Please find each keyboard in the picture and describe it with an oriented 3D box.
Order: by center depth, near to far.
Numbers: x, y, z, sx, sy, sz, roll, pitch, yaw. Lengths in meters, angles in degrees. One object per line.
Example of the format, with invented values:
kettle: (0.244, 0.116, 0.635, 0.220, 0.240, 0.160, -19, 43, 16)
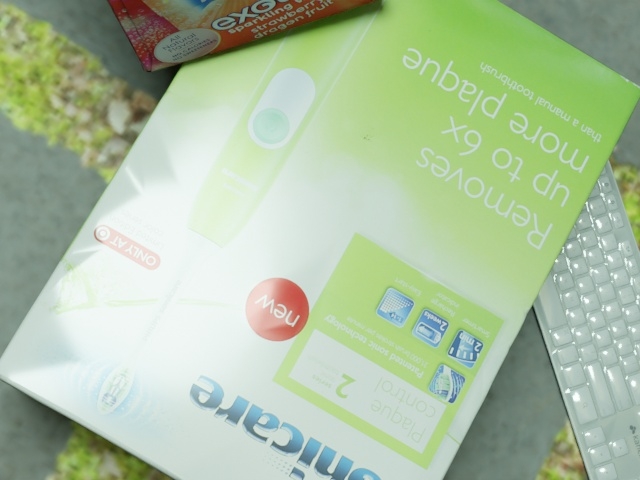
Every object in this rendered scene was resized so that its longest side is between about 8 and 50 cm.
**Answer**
keyboard: (0.167, 0.058, 0.724, 0.072, 0.014, 0.256, -17, 86, -14)

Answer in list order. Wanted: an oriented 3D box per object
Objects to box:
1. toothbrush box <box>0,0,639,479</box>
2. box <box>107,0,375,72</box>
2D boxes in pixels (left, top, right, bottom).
toothbrush box: (0.000, 0.000, 0.636, 0.206, 0.122, 0.283, 31, 79, -3)
box: (-0.064, -0.226, 0.560, 0.128, 0.122, 0.256, -17, 71, 0)
